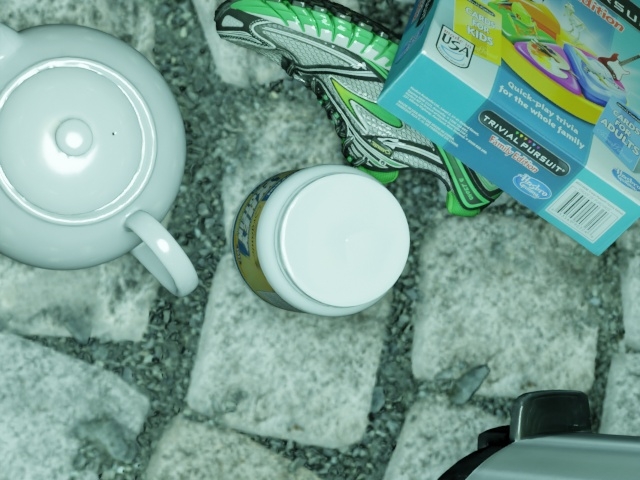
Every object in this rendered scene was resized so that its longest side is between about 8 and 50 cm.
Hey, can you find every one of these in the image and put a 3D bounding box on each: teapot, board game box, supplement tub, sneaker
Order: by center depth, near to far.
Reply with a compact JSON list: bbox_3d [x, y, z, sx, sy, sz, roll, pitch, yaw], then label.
[{"bbox_3d":[-0.232,-0.085,1.728,0.256,0.187,0.252,6,89,-14],"label":"teapot"},{"bbox_3d":[0.000,0.000,1.775,0.144,0.200,0.144,0,89,-13],"label":"supplement tub"},{"bbox_3d":[0.209,-0.175,1.782,0.254,0.079,0.336,34,39,-11],"label":"board game box"},{"bbox_3d":[0.045,-0.137,1.824,0.344,0.134,0.146,30,98,-4],"label":"sneaker"}]

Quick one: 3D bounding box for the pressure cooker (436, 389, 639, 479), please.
[{"bbox_3d":[0.267,0.366,1.735,0.375,0.420,0.370,49,64,-24],"label":"pressure cooker"}]
